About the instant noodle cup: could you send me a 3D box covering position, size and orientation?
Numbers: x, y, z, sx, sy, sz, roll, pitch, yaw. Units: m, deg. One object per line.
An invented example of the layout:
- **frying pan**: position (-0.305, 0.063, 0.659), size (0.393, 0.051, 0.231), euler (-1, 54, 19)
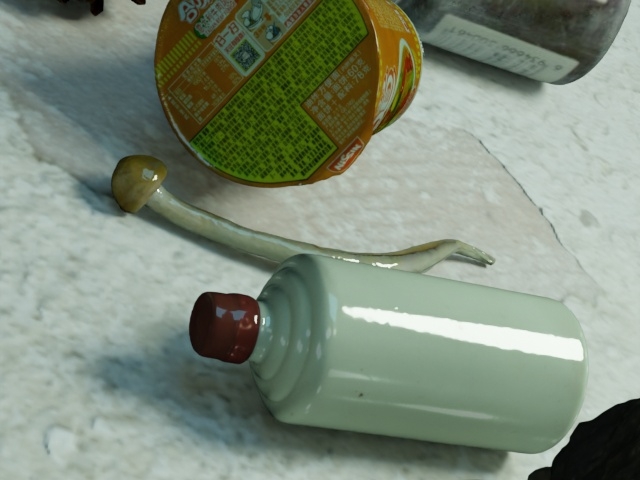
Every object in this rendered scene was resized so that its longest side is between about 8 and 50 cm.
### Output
- **instant noodle cup**: position (-0.004, -0.125, 1.035), size (0.168, 0.168, 0.185), euler (38, 19, 12)

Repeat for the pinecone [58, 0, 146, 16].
- **pinecone**: position (-0.177, -0.240, 1.087), size (0.121, 0.140, 0.140), euler (0, 36, 8)

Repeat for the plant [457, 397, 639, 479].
- **plant**: position (0.155, 0.172, 0.673), size (0.194, 0.320, 0.181), euler (40, 52, 1)

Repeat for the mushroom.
- **mushroom**: position (0.001, -0.001, 1.005), size (0.306, 0.043, 0.068), euler (14, 58, -23)

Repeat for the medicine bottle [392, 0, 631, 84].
- **medicine bottle**: position (0.126, -0.251, 1.277), size (0.273, 0.165, 0.165), euler (17, 38, -18)

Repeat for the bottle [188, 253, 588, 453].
- **bottle**: position (0.038, 0.068, 0.886), size (0.245, 0.104, 0.104), euler (10, 40, -26)
